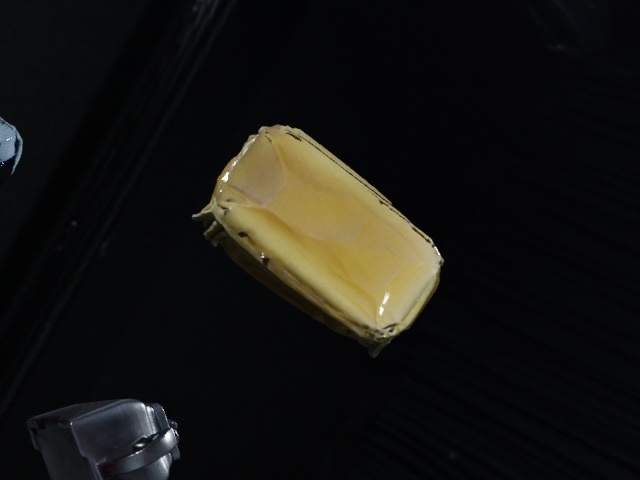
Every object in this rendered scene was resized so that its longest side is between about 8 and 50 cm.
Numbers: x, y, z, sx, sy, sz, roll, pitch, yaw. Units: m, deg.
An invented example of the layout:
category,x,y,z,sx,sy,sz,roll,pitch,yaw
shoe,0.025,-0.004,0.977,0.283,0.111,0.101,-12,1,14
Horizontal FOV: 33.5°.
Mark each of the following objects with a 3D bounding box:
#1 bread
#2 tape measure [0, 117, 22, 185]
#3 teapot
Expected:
category,x,y,z,sx,sy,sz,roll,pitch,yaw
bread,0.000,0.000,1.076,0.241,0.107,0.136,38,-106,-8
tape measure,-0.275,-0.073,0.803,0.091,0.094,0.054,6,-68,-31
teapot,-0.160,0.164,0.844,0.096,0.177,0.087,-20,-88,-32
